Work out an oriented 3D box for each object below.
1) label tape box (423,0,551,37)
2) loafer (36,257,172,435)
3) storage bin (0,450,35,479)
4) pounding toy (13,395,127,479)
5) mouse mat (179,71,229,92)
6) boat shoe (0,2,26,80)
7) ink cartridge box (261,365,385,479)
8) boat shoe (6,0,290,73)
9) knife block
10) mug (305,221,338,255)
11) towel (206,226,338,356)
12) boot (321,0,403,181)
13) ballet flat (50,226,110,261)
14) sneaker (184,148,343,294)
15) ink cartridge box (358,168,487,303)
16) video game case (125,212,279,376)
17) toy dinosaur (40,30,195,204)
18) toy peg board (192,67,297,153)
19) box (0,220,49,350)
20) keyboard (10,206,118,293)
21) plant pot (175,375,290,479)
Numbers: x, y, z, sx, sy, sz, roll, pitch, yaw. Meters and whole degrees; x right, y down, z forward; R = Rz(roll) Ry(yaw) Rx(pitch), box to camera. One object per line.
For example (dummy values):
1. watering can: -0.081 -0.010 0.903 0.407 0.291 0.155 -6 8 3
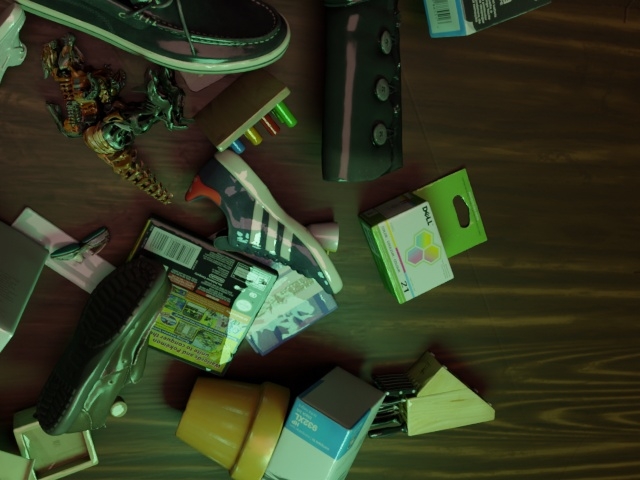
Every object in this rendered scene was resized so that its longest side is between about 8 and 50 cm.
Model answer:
1. label tape box: 0.330 -0.537 1.292 0.333 0.106 0.241 -27 113 -25
2. loafer: -0.383 0.196 1.308 0.366 0.134 0.130 -55 140 4
3. storage bin: -0.646 0.536 1.260 0.123 0.260 0.262 28 129 -26
4. pounding toy: -0.489 0.350 1.393 0.206 0.094 0.181 -17 105 -20
5. mouse mat: -0.192 -0.381 1.298 0.189 0.007 0.153 -31 112 -4
6. boat shoe: -0.522 -0.312 1.164 0.063 0.066 0.184 26 127 -34
7. ink cartridge box: -0.010 0.444 1.452 0.129 0.223 0.307 28 106 17
8. boat shoe: -0.281 -0.411 1.153 0.500 0.156 0.187 15 58 -15
9. knife block: 0.223 0.388 1.599 0.275 0.088 0.242 40 94 -22
10. mug: 0.001 -0.002 1.437 0.064 0.062 0.078 3 99 -8
11. towel: -0.113 0.079 1.442 0.209 0.034 0.285 -33 112 -4
12. boot: 0.025 -0.319 1.242 0.367 0.146 0.445 -13 114 -43
13. ballet flat: -0.444 0.017 1.320 0.114 0.041 0.041 -30 112 -21
14. sneaker: -0.111 -0.004 1.333 0.148 0.131 0.350 -44 98 -3
15. ink cartridge box: 0.233 -0.014 1.477 0.255 0.097 0.189 -25 111 -6
16. video game case: -0.259 0.112 1.380 0.275 0.035 0.248 26 103 -17
17. toy dinosaur: -0.352 -0.220 1.252 0.218 0.164 0.322 -25 130 8
18. toy peg board: -0.129 -0.223 1.288 0.160 0.161 0.079 -41 127 -1
19. box: -0.595 0.111 1.142 0.168 0.345 0.215 37 98 -21
20. keyboard: -0.469 0.039 1.344 0.256 0.014 0.072 39 88 -22
21. plant pot: -0.185 0.368 1.433 0.188 0.205 0.205 21 100 -5
